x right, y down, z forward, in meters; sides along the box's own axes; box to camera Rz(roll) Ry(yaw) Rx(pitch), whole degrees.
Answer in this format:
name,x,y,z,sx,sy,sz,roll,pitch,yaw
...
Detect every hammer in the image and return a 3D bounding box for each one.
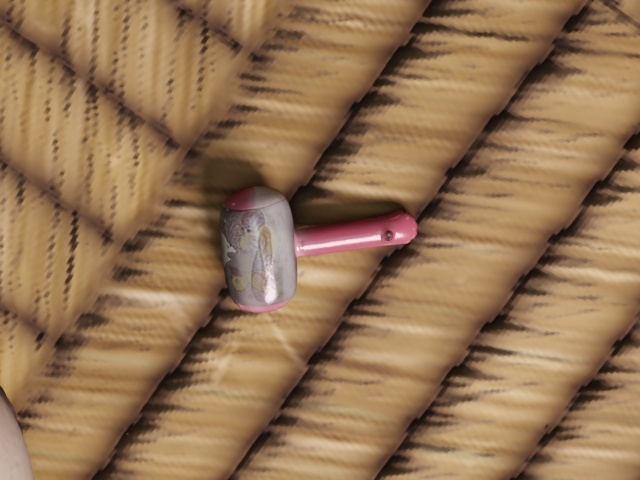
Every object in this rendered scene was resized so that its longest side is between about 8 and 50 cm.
name,x,y,z,sx,sy,sz,roll,pitch,yaw
hammer,0.000,0.000,0.722,0.083,0.031,0.053,-8,106,-9

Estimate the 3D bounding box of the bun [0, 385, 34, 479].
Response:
name,x,y,z,sx,sy,sz,roll,pitch,yaw
bun,-0.205,0.115,0.699,0.172,0.120,0.173,0,105,1
